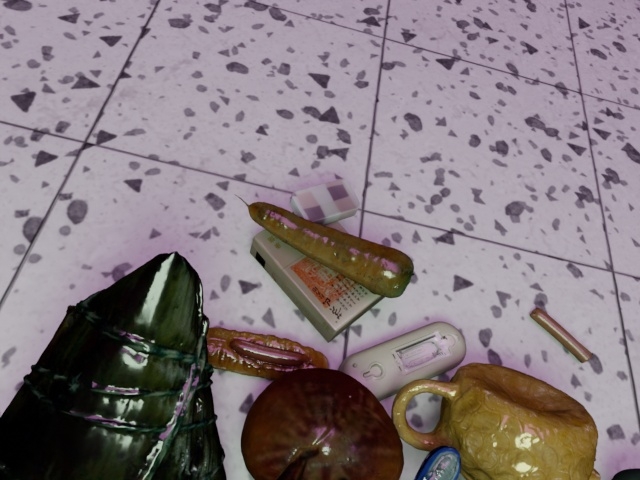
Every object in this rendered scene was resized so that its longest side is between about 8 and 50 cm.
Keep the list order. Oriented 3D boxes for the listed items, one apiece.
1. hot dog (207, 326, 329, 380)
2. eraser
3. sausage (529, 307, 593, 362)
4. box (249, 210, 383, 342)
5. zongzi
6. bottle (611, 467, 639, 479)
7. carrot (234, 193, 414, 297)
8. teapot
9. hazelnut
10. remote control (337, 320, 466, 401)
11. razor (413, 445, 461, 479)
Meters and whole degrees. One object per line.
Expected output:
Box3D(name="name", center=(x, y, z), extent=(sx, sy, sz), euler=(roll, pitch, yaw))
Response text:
Box3D(name="hot dog", center=(-0.089, 0.163, 0.755), extent=(0.216, 0.047, 0.066), euler=(15, 55, -5))
Box3D(name="eraser", center=(0.008, -0.060, 0.854), extent=(0.105, 0.026, 0.065), euler=(-19, 68, -25))
Box3D(name="sausage", center=(0.408, 0.160, 0.891), extent=(0.116, 0.026, 0.026), euler=(43, 60, 14))
Box3D(name="box", center=(0.001, 0.044, 0.841), extent=(0.141, 0.058, 0.201), euler=(-33, 73, -28))
Box3D(name="zongzi", center=(-0.187, 0.245, 0.602), extent=(0.362, 0.319, 0.383), euler=(30, 73, -10))
Box3D(name="bottle", center=(0.434, 0.434, 0.656), extent=(0.143, 0.156, 0.271), euler=(11, 62, -14))
Box3D(name="carrot", center=(0.000, 0.000, 0.794), extent=(0.298, 0.078, 0.078), euler=(26, 57, 5))
Box3D(name="teapot", center=(0.242, 0.274, 0.708), extent=(0.311, 0.203, 0.167), euler=(15, 100, -6))
Box3D(name="hazelnut", center=(0.007, 0.250, 0.656), extent=(0.204, 0.178, 0.178), euler=(32, 58, 6))
Box3D(name="remote control", center=(0.128, 0.184, 0.797), extent=(0.222, 0.042, 0.078), euler=(-16, 66, -22))
Box3D(name="razor", center=(0.061, 0.373, 0.598), extent=(0.093, 0.056, 0.324), euler=(40, 81, 9))
